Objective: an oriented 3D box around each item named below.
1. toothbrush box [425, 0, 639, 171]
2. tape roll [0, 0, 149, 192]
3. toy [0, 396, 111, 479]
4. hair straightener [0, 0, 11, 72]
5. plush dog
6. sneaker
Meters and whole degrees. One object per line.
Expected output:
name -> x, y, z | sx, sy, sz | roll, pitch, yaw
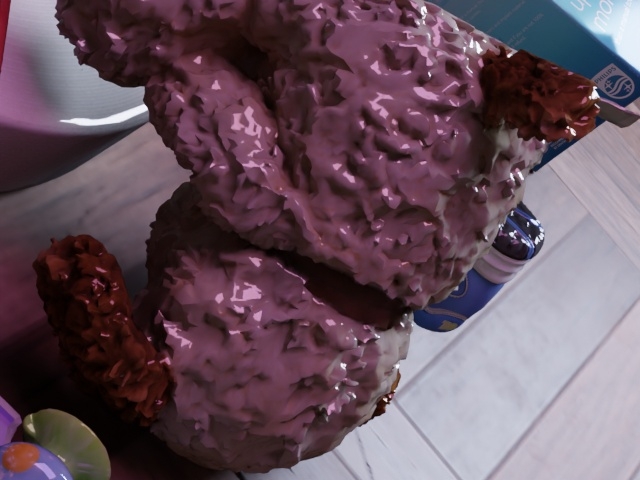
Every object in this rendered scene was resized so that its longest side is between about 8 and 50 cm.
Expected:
toothbrush box -> 0.102, -0.228, 1.060 | 0.295, 0.126, 0.216 | 37, 45, -14
tape roll -> -0.199, -0.208, 0.714 | 0.392, 0.072, 0.392 | 35, 40, -36
toy -> -0.145, 0.129, 0.514 | 0.137, 0.056, 0.237 | 45, 34, -1
hair straightener -> -0.158, -0.148, 0.611 | 0.089, 0.047, 0.230 | 37, 40, -35
plush dog -> 0.000, 0.000, 0.667 | 0.262, 0.225, 0.210 | 19, 10, -46
sneaker -> 0.043, -0.033, 0.872 | 0.080, 0.081, 0.211 | 18, 26, -35
